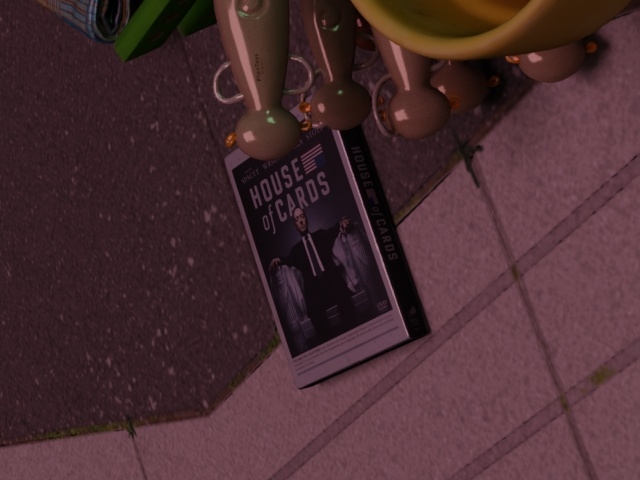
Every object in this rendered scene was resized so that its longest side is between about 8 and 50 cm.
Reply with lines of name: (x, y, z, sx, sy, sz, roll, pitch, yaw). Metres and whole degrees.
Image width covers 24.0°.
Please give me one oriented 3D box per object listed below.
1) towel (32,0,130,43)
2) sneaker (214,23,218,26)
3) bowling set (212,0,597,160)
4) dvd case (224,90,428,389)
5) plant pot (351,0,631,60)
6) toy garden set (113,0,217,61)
towel: (-0.281, -0.373, 1.595, 0.370, 0.040, 0.272, 33, 122, 54)
sneaker: (-0.151, -0.270, 1.475, 0.170, 0.071, 0.068, 47, 131, 36)
bowling set: (0.067, -0.144, 1.182, 0.200, 0.287, 0.154, 31, -129, -82)
dvd case: (0.000, 0.000, 1.382, 0.179, 0.029, 0.239, -30, 75, 50)
plant pot: (0.159, -0.249, 0.953, 0.254, 0.239, 0.254, 16, 111, 48)
toy garden set: (-0.042, -0.252, 1.197, 0.049, 0.244, 0.204, 54, 138, 6)
